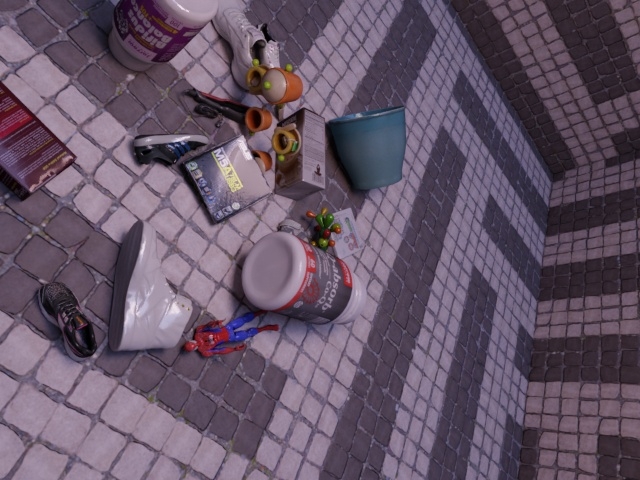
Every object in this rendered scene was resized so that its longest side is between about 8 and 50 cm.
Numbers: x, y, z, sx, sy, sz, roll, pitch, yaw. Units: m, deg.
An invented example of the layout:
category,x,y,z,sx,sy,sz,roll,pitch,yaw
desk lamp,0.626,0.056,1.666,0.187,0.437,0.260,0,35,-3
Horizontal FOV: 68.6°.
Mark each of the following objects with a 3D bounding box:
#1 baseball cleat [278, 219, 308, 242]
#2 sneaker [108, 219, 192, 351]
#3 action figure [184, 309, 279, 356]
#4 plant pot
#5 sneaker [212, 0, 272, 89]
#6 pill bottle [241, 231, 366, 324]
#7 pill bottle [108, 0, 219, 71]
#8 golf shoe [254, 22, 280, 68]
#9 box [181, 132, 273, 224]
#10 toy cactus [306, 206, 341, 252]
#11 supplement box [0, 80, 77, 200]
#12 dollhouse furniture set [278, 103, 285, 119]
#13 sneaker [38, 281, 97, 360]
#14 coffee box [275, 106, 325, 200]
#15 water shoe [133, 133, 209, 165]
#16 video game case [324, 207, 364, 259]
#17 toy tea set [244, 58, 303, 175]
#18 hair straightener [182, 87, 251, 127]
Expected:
category,x,y,z,sx,sy,sz,roll,pitch,yaw
baseball cleat,-0.121,-0.006,1.411,0.205,0.072,0.110,-7,75,-54
sneaker,-0.381,0.109,1.096,0.169,0.108,0.293,13,79,-43
action figure,-0.208,0.231,1.206,0.280,0.139,0.092,-13,87,-43
plant pot,0.184,-0.325,1.672,0.271,0.271,0.256,-30,115,-45
sneaker,-0.225,-0.621,1.410,0.114,0.152,0.305,-26,96,-40
pill bottle,-0.030,0.124,1.332,0.362,0.210,0.211,27,60,-50
pill bottle,-0.388,-0.528,1.116,0.169,0.301,0.170,15,68,-41
golf shoe,-0.166,-0.600,1.510,0.067,0.085,0.186,-42,109,-44
box,-0.253,-0.168,1.286,0.184,0.045,0.191,-30,101,-17
toy cactus,0.000,0.000,1.476,0.112,0.219,0.181,10,110,-11
supplement box,-0.638,-0.214,0.946,0.239,0.073,0.130,51,50,-21
dollhouse furniture set,-0.142,-0.455,1.491,0.058,0.152,0.076,4,65,-3
sneaker,-0.507,0.162,0.967,0.072,0.077,0.178,-38,105,-45
coffee box,-0.064,-0.269,1.480,0.098,0.141,0.247,15,68,-41
water shoe,-0.385,-0.236,1.219,0.203,0.072,0.080,-13,110,-42
video game case,0.082,-0.025,1.640,0.143,0.019,0.157,-22,94,-45
toy tea set,-0.157,-0.336,1.322,0.124,0.199,0.337,-20,117,-54
hair straightener,-0.293,-0.373,1.345,0.230,0.047,0.089,12,71,-48
